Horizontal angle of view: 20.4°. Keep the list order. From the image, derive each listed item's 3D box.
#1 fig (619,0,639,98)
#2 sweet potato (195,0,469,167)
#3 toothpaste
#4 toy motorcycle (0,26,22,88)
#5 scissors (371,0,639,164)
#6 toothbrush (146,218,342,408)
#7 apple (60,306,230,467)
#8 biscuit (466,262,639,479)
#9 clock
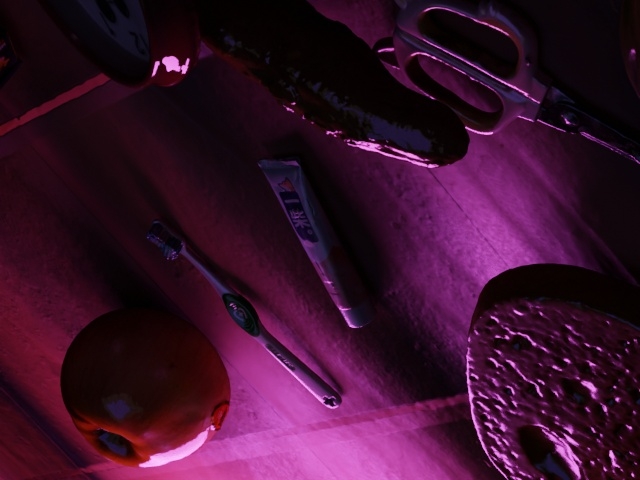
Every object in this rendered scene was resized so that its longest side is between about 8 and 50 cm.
[{"bbox_3d":[0.287,-0.203,1.219,0.206,0.206,0.275,-10,102,47],"label":"fig"},{"bbox_3d":[-0.020,-0.163,1.572,0.354,0.095,0.106,40,132,14],"label":"sweet potato"},{"bbox_3d":[0.000,0.000,1.812,0.056,0.036,0.205,-2,126,41],"label":"toothpaste"},{"bbox_3d":[-0.452,-0.244,1.868,0.263,0.091,0.157,17,145,28],"label":"toy motorcycle"},{"bbox_3d":[0.189,-0.118,1.512,0.317,0.024,0.160,29,145,10],"label":"scissors"},{"bbox_3d":[-0.082,0.085,1.994,0.304,0.030,0.030,44,145,-16],"label":"toothbrush"},{"bbox_3d":[-0.206,0.175,2.083,0.209,0.164,0.209,24,147,17],"label":"apple"},{"bbox_3d":[0.291,0.167,1.732,0.314,0.063,0.367,17,141,22],"label":"biscuit"},{"bbox_3d":[-0.203,-0.278,1.565,0.318,0.080,0.318,45,157,25],"label":"clock"}]
